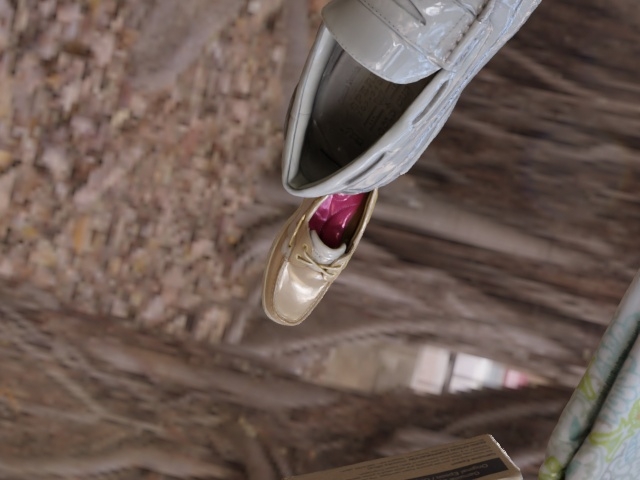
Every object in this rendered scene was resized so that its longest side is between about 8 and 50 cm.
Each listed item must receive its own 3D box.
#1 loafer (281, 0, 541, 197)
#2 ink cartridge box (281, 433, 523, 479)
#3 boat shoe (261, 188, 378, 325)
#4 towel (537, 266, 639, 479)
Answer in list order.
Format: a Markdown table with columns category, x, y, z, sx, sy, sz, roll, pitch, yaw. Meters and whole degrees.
| category | x | y | z | sx | sy | sz | roll | pitch | yaw |
| --- | --- | --- | --- | --- | --- | --- | --- | --- | --- |
| loafer | 0.060 | -0.141 | 0.985 | 0.111 | 0.112 | 0.319 | -34 | 158 | -42 |
| ink cartridge box | 0.079 | 0.302 | 1.327 | 0.088 | 0.193 | 0.235 | -131 | -149 | -67 |
| boat shoe | 0.000 | 0.000 | 1.343 | 0.170 | 0.063 | 0.059 | -66 | -163 | 8 |
| towel | 0.419 | 0.150 | 1.740 | 0.320 | 0.090 | 0.374 | 17 | 102 | -42 |
